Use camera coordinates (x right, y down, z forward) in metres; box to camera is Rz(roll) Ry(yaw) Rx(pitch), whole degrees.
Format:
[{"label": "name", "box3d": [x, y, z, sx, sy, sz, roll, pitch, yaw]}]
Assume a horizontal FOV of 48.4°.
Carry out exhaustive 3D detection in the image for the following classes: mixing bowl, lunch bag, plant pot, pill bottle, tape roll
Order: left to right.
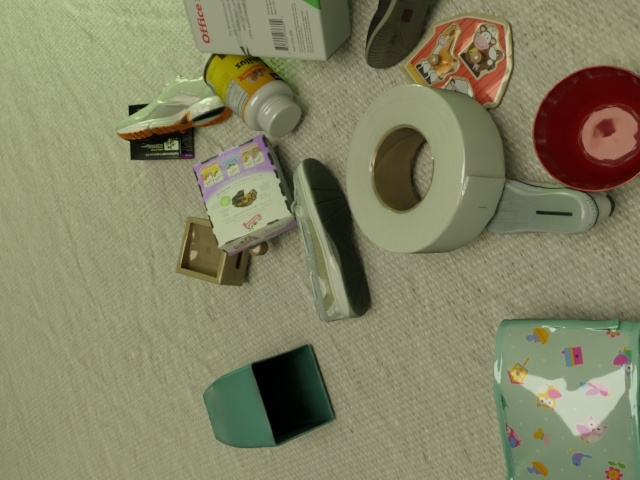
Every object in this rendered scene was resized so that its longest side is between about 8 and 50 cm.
[{"label": "pill bottle", "box3d": [-0.137, -0.304, 1.444, 0.215, 0.117, 0.117, 46, 119, 23]}, {"label": "plant pot", "box3d": [-0.128, 0.339, 1.487, 0.234, 0.166, 0.165, -27, 79, 43]}, {"label": "tape roll", "box3d": [0.170, -0.117, 1.204, 0.286, 0.100, 0.285, 0, 89, 52]}, {"label": "lunch bag", "box3d": [0.391, 0.242, 1.089, 0.224, 0.160, 0.262, -2, 99, 37]}, {"label": "mixing bowl", "box3d": [0.420, -0.161, 1.055, 0.182, 0.098, 0.181, 1, 92, 36]}]

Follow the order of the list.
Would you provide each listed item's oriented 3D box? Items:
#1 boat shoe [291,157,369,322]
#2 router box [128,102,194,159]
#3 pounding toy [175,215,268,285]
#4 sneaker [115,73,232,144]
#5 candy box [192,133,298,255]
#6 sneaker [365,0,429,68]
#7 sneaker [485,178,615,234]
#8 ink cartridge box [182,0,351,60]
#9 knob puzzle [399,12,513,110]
[{"label": "boat shoe", "box3d": [0.002, 0.001, 1.379, 0.103, 0.118, 0.320, -17, 92, 32]}, {"label": "router box", "box3d": [-0.376, -0.256, 1.670, 0.179, 0.046, 0.133, 4, 97, 36]}, {"label": "pounding toy", "box3d": [-0.188, 0.005, 1.535, 0.206, 0.094, 0.180, 13, 91, 30]}, {"label": "sneaker", "box3d": [-0.327, -0.295, 1.562, 0.263, 0.099, 0.120, -16, 79, 3]}, {"label": "candy box", "box3d": [-0.150, -0.091, 1.445, 0.165, 0.070, 0.196, -23, 68, 7]}, {"label": "sneaker", "box3d": [0.136, -0.421, 1.267, 0.222, 0.083, 0.118, 119, 151, -41]}, {"label": "sneaker", "box3d": [0.344, -0.052, 1.138, 0.258, 0.091, 0.094, 19, 112, 55]}, {"label": "ink cartridge box", "box3d": [-0.107, -0.460, 1.321, 0.289, 0.121, 0.211, 11, 134, 24]}, {"label": "knob puzzle", "box3d": [0.244, -0.303, 1.217, 0.213, 0.030, 0.213, 4, 97, 37]}]
